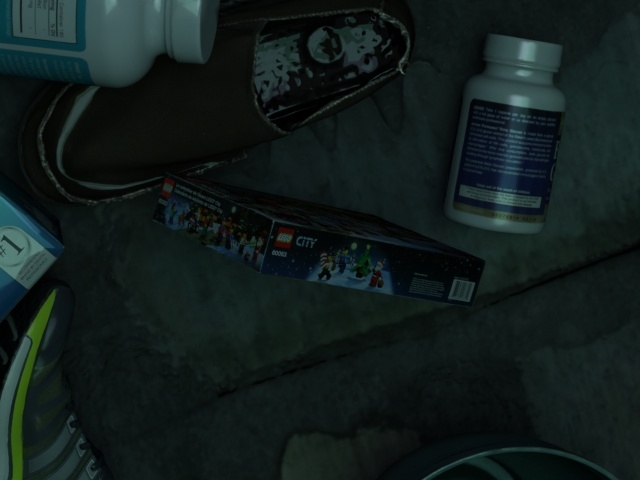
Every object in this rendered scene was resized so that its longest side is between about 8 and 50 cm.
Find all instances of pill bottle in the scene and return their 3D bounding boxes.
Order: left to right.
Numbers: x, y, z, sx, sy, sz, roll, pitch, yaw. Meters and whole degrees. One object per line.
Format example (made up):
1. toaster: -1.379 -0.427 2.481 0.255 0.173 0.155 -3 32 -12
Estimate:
1. pill bottle: -0.215 -0.198 1.210 0.264 0.146 0.146 7 99 4
2. pill bottle: 0.168 -0.096 1.373 0.094 0.094 0.169 7 99 -14

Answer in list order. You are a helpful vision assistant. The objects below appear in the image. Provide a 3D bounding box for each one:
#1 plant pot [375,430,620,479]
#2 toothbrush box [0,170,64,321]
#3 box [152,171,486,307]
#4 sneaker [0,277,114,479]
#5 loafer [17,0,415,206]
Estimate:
1. plant pot: 0.140 0.296 1.387 0.293 0.196 0.293 -2 101 -11
2. toothbrush box: -0.389 -0.019 1.248 0.295 0.126 0.216 41 91 -17
3. box: 0.000 0.000 1.277 0.233 0.159 0.044 11 99 -40
4. sneaker: -0.239 0.177 1.340 0.121 0.111 0.300 4 105 -23
5. loafer: -0.083 -0.134 1.292 0.366 0.130 0.134 -26 105 -7
